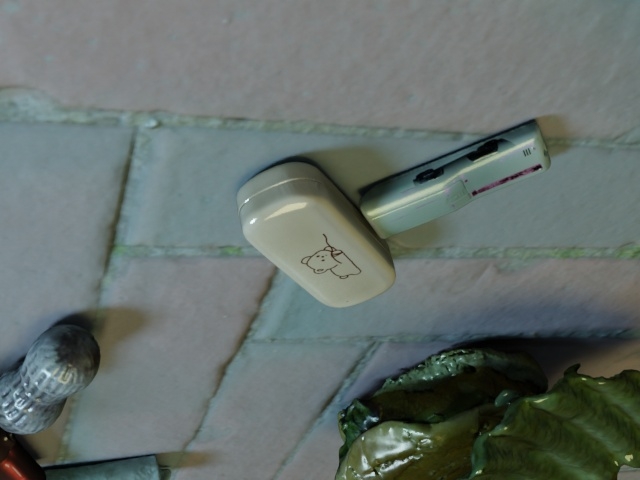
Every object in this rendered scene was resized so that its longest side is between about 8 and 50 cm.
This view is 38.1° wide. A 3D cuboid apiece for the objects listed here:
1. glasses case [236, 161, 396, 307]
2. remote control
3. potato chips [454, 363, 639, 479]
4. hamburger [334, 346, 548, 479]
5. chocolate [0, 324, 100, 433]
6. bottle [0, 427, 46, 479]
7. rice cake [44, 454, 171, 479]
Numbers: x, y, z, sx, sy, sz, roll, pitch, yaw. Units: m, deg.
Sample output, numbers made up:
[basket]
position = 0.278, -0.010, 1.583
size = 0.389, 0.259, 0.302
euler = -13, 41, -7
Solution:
[glasses case]
position = 0.000, 0.000, 0.826
size = 0.083, 0.050, 0.196
euler = -27, 144, 17
[remote control]
position = 0.120, -0.048, 0.814
size = 0.166, 0.029, 0.065
euler = -22, 145, 13
[potato chips]
position = 0.233, 0.298, 1.094
size = 0.389, 0.097, 0.373
euler = 2, 132, -37
[hamburger]
position = 0.154, 0.252, 1.179
size = 0.266, 0.134, 0.285
euler = 14, 138, -34
[chocolate]
position = -0.276, 0.141, 0.925
size = 0.072, 0.072, 0.167
euler = 17, 134, -37
[bottle]
position = -0.367, 0.256, 1.078
size = 0.060, 0.060, 0.164
euler = -11, 147, -4
[rice cake]
position = -0.294, 0.326, 1.197
size = 0.207, 0.069, 0.063
euler = -3, 145, -13
